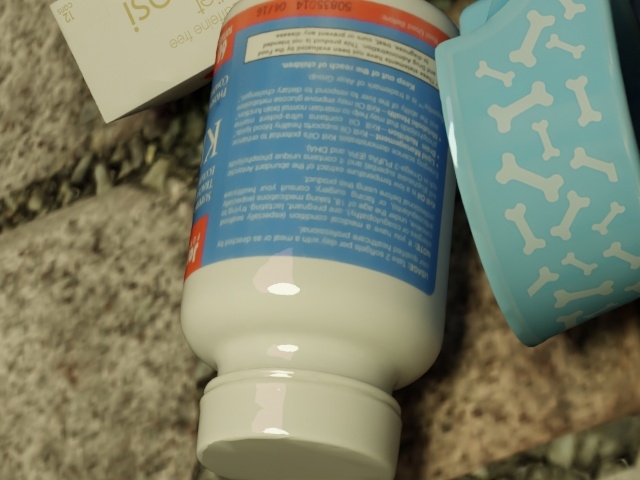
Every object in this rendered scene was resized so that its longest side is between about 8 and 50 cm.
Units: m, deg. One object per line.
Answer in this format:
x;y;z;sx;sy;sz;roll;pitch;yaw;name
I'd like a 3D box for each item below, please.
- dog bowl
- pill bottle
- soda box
0.104;-0.099;0.887;0.074;0.166;0.297;-12;60;16;dog bowl
0.000;0.000;0.925;0.124;0.124;0.221;-8;62;31;pill bottle
-0.032;-0.139;1.015;0.216;0.069;0.074;-26;90;32;soda box
